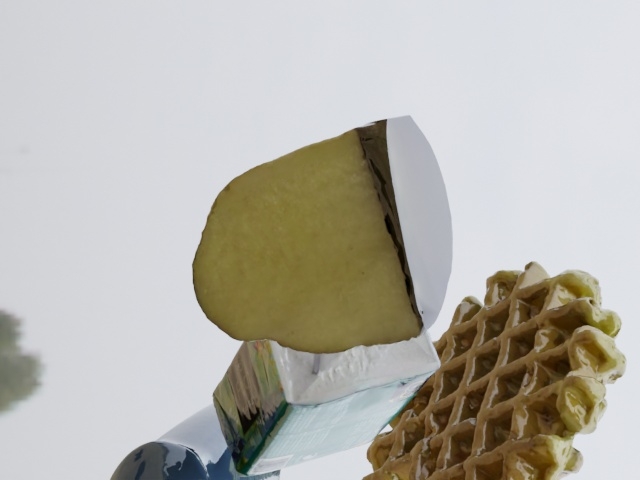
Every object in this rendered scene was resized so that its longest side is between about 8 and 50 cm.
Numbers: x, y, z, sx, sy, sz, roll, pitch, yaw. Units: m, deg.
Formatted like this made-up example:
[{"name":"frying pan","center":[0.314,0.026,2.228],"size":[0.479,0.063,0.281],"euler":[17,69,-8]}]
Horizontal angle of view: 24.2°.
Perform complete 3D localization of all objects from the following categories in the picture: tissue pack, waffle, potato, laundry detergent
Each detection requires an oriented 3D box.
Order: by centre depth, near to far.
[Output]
[{"name":"potato","center":[0.000,0.000,0.658],"size":[0.066,0.103,0.096],"euler":[-9,91,-69]},{"name":"tissue pack","center":[-0.003,0.062,0.762],"size":[0.111,0.085,0.079],"euler":[120,-46,-60]},{"name":"laundry detergent","center":[-0.072,0.142,0.814],"size":[0.206,0.061,0.096],"euler":[1,108,-79]},{"name":"waffle","center":[0.119,0.128,1.070],"size":[0.249,0.056,0.253],"euler":[-51,-160,17]}]
